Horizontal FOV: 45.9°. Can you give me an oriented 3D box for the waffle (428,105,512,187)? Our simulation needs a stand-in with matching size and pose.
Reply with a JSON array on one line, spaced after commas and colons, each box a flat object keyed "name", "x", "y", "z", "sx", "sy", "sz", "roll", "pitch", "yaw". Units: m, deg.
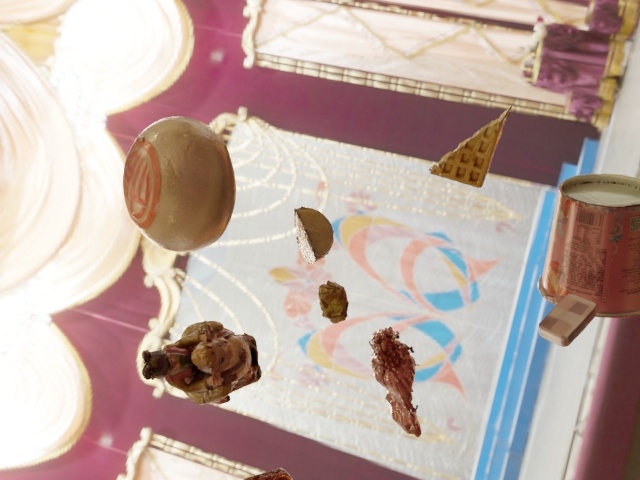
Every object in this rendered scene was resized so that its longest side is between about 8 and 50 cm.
[{"name": "waffle", "x": 0.291, "y": -0.198, "z": 1.491, "sx": 0.032, "sy": 0.125, "sz": 0.191, "roll": -58, "pitch": -18, "yaw": -48}]

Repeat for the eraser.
[{"name": "eraser", "x": 0.455, "y": 0.146, "z": 1.392, "sx": 0.105, "sy": 0.065, "sz": 0.026, "roll": -39, "pitch": -49, "yaw": -22}]

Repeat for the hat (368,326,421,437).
[{"name": "hat", "x": 0.171, "y": 0.289, "z": 1.712, "sx": 0.286, "sy": 0.107, "sz": 0.237, "roll": 71, "pitch": 174, "yaw": -49}]

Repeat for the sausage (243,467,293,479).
[{"name": "sausage", "x": -0.078, "y": 0.376, "z": 1.137, "sx": 0.094, "sy": 0.059, "sz": 0.054, "roll": 4, "pitch": -114, "yaw": -53}]

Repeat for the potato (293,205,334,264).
[{"name": "potato", "x": 0.000, "y": 0.000, "z": 1.800, "sx": 0.101, "sy": 0.089, "sz": 0.172, "roll": 94, "pitch": 158, "yaw": -43}]

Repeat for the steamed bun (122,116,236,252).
[{"name": "steamed bun", "x": -0.308, "y": -0.114, "z": 1.546, "sx": 0.177, "sy": 0.283, "sz": 0.283, "roll": -2, "pitch": -71, "yaw": -38}]

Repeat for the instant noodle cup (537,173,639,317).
[{"name": "instant noodle cup", "x": 0.570, "y": 0.002, "z": 1.535, "sx": 0.243, "sy": 0.242, "sz": 0.231, "roll": -49, "pitch": -40, "yaw": -59}]

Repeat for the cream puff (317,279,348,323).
[{"name": "cream puff", "x": 0.029, "y": 0.121, "z": 1.502, "sx": 0.083, "sy": 0.058, "sz": 0.083, "roll": 40, "pitch": -135, "yaw": -40}]

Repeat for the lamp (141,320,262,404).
[{"name": "lamp", "x": -0.158, "y": 0.166, "z": 1.053, "sx": 0.253, "sy": 0.118, "sz": 0.118, "roll": 53, "pitch": -128, "yaw": -72}]
